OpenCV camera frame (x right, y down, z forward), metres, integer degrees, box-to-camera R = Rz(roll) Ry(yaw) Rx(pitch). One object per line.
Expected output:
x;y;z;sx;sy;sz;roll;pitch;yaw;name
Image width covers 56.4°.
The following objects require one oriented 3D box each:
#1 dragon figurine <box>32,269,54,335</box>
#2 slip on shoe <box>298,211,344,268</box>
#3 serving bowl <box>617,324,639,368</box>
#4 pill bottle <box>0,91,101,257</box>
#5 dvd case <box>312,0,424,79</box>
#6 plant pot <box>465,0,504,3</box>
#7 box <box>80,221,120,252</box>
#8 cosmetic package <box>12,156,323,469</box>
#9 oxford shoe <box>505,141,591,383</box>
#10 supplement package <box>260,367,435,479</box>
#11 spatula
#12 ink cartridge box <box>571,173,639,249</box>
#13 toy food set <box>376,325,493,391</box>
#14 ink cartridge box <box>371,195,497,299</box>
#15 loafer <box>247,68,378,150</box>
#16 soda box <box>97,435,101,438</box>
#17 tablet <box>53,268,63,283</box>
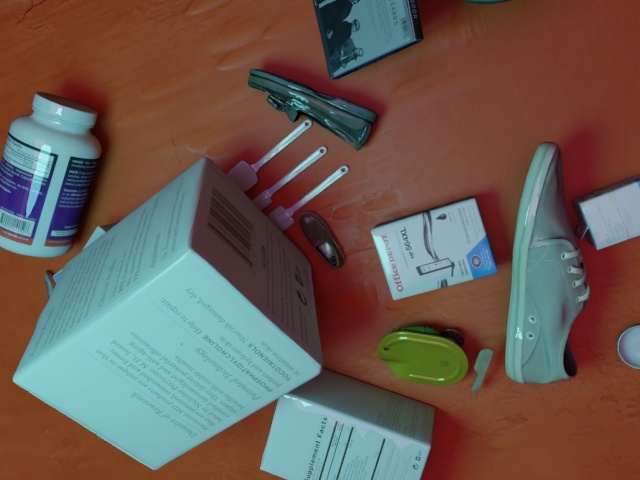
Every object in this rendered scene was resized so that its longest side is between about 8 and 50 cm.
-0.591;0.216;1.366;0.144;0.085;0.289;-41;88;15;dragon figurine
0.000;0.000;1.211;0.051;0.041;0.135;-32;91;16;slip on shoe
0.591;0.194;1.102;0.083;0.027;0.083;2;98;13;serving bowl
-0.579;-0.138;1.263;0.182;0.181;0.322;24;102;9;pill bottle
0.076;-0.408;1.066;0.239;0.030;0.179;-5;99;54;dvd case
0.286;-0.526;0.985;0.290;0.195;0.290;2;99;14;plant pot
-0.458;0.067;1.309;0.130;0.091;0.170;40;105;6;box
-0.255;0.131;1.091;0.394;0.329;0.327;-34;121;16;cosmetic package
0.409;0.051;1.050;0.130;0.169;0.449;6;107;30;oxford shoe
0.059;0.391;1.184;0.293;0.177;0.175;18;102;11;supplement package
-0.076;-0.126;1.225;0.242;0.019;0.168;-38;87;16;spatula
0.517;-0.048;1.051;0.143;0.092;0.089;-21;92;15;ink cartridge box
0.225;0.219;1.182;0.218;0.071;0.128;9;124;14;toy food set
0.216;0.015;1.138;0.203;0.086;0.148;-18;94;15;ink cartridge box
-0.026;-0.254;1.155;0.268;0.096;0.084;22;102;8;loafer
-0.404;0.397;1.354;0.210;0.071;0.067;-11;95;15;soda box
-0.532;0.079;1.278;0.083;0.006;0.054;-32;89;17;tablet
